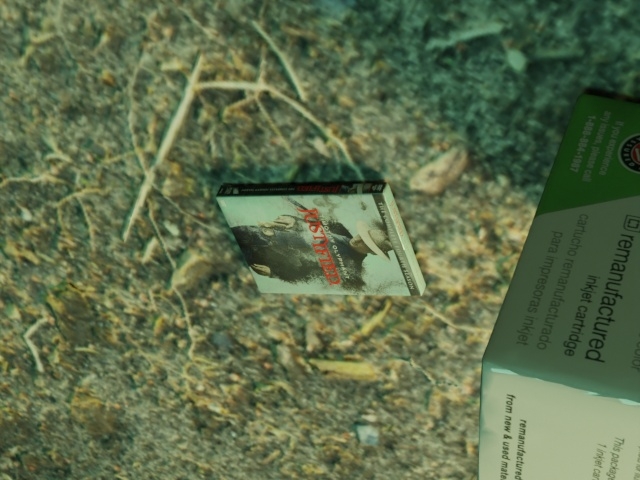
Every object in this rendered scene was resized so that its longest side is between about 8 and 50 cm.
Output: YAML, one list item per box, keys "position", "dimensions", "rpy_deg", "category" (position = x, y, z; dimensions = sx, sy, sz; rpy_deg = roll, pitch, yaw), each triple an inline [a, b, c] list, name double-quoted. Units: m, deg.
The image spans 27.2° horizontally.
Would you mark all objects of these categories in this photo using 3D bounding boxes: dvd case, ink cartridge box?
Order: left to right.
- position: [0.000, 0.000, 0.840]
  dimensions: [0.119, 0.013, 0.087]
  rpy_deg: [0, 132, 27]
  category: "dvd case"
- position: [0.234, 0.054, 0.629]
  dimensions: [0.278, 0.201, 0.117]
  rpy_deg: [12, 137, 16]
  category: "ink cartridge box"
